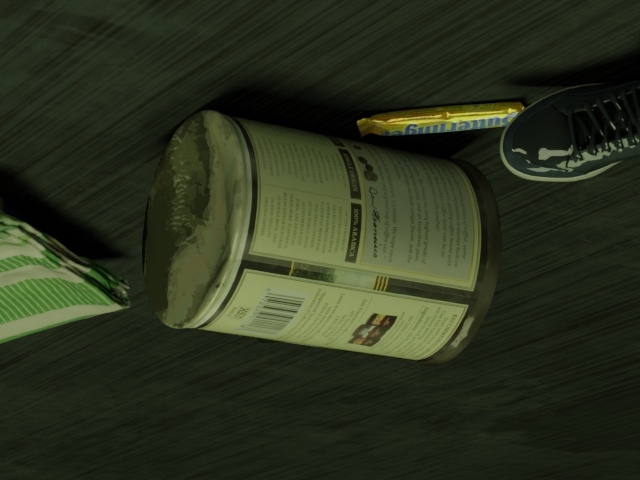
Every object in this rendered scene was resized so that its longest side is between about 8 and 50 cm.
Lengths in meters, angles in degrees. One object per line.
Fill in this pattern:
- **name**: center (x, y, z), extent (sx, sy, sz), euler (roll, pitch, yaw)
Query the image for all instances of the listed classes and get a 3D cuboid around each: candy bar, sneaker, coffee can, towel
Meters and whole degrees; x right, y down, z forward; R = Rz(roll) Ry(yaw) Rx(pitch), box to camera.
- **candy bar**: center (0.114, -0.110, 1.803), extent (0.161, 0.018, 0.040), euler (-3, 162, 10)
- **sneaker**: center (0.260, -0.112, 1.668), extent (0.226, 0.086, 0.163), euler (-13, 172, 5)
- **coffee can**: center (0.000, 0.000, 1.840), extent (0.275, 0.202, 0.201), euler (10, 159, -29)
- **towel**: center (-0.369, 0.049, 2.084), extent (0.247, 0.038, 0.325), euler (-16, 160, 16)

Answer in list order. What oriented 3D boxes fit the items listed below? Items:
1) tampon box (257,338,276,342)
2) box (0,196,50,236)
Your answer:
- **tampon box**: center (-0.034, 0.029, 2.053), extent (0.101, 0.120, 0.161), euler (-5, 161, 10)
- **box**: center (-0.363, 0.006, 2.104), extent (0.136, 0.037, 0.225), euler (-5, 161, 13)
